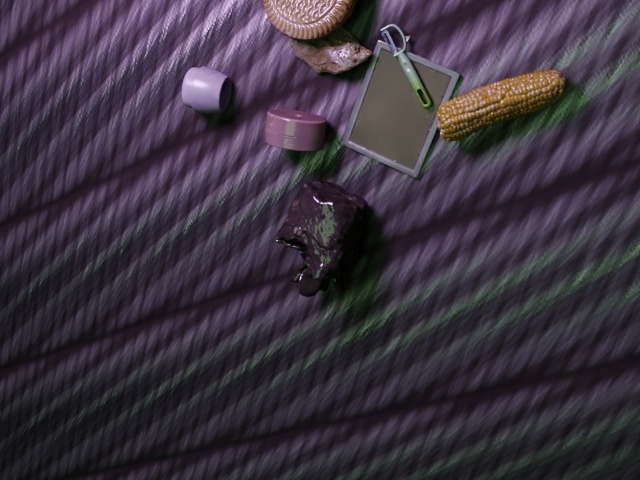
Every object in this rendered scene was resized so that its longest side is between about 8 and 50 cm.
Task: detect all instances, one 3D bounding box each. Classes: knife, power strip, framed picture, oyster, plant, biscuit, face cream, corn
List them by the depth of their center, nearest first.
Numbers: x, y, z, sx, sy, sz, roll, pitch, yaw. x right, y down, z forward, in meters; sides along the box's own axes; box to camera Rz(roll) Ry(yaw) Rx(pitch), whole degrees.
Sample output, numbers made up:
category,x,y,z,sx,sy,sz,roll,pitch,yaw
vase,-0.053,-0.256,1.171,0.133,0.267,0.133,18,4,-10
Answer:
category,x,y,z,sx,sy,sz,roll,pitch,yaw
corn,0.392,-0.300,1.567,0.292,0.101,0.101,-16,100,27
knife,0.208,-0.402,1.640,0.054,0.015,0.212,-26,95,20
biscuit,-0.026,-0.582,1.641,0.259,0.079,0.259,1,92,23
oyster,0.010,-0.455,1.696,0.209,0.072,0.133,41,115,8
framed picture,0.185,-0.310,1.698,0.217,0.017,0.274,28,115,13
power strip,-0.059,-0.269,1.742,0.154,0.154,0.078,15,109,18
plant,0.000,0.000,1.785,0.188,0.199,0.276,22,110,22
face cream,-0.290,-0.383,1.820,0.104,0.117,0.117,13,111,10
